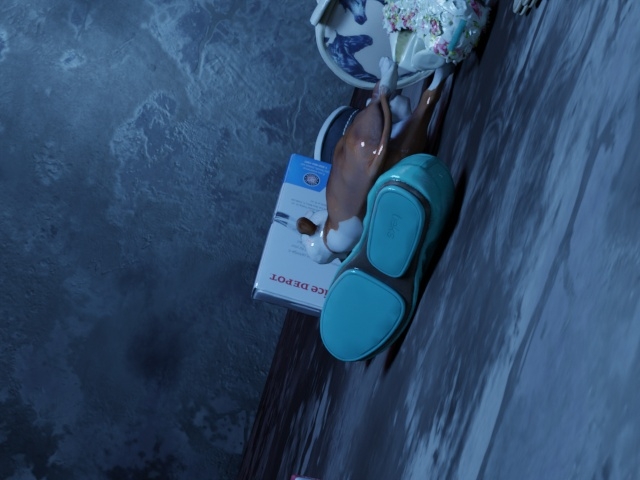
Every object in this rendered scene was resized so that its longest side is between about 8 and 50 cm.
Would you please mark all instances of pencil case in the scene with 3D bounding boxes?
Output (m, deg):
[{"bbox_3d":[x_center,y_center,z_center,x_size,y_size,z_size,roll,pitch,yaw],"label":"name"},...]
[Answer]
[{"bbox_3d":[0.085,-0.348,1.686,0.410,0.183,0.160,-80,8,-56],"label":"pencil case"}]

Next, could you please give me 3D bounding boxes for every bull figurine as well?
[{"bbox_3d":[0.059,-0.086,1.483,0.310,0.101,0.188,128,166,-68],"label":"bull figurine"}]

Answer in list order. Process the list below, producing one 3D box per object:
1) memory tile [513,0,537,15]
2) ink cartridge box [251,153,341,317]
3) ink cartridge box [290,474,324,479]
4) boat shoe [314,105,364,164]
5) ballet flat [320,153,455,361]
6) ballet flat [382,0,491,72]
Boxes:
[{"bbox_3d":[0.183,-0.252,1.019,0.113,0.012,0.148,172,114,-87],"label":"memory tile"},{"bbox_3d":[0.000,0.000,1.724,0.082,0.139,0.191,125,161,-77],"label":"ink cartridge box"},{"bbox_3d":[0.000,0.258,1.035,0.175,0.072,0.128,124,162,-81],"label":"ink cartridge box"},{"bbox_3d":[0.040,-0.072,1.907,0.114,0.091,0.303,42,-128,-43],"label":"boat shoe"},{"bbox_3d":[0.069,0.016,1.193,0.087,0.083,0.247,-44,-18,-41],"label":"ballet flat"},{"bbox_3d":[0.105,-0.210,1.330,0.241,0.091,0.077,-152,82,-82],"label":"ballet flat"}]
